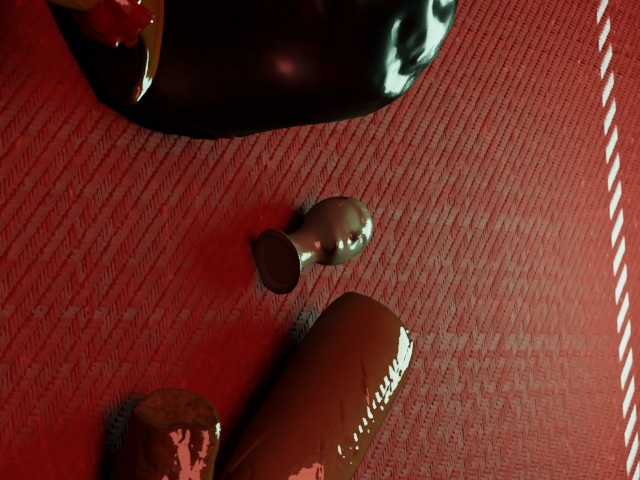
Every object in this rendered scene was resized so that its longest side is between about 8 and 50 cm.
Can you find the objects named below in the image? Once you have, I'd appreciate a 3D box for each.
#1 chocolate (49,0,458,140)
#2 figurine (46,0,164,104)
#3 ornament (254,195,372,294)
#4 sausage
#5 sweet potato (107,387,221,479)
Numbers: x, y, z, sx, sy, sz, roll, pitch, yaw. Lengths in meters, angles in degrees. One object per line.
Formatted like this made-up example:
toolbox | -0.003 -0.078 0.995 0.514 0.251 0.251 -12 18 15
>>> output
chocolate | -0.034 -0.286 1.719 0.384 0.331 0.383 13 74 -52
figurine | -0.250 -0.328 1.458 0.401 0.268 0.387 53 41 -48
ornament | 0.000 0.000 1.941 0.156 0.081 0.074 -26 111 -50
sausage | -0.003 0.188 1.867 0.121 0.121 0.304 62 41 -29
sweet potato | -0.155 0.255 1.656 0.097 0.097 0.251 30 69 -50
